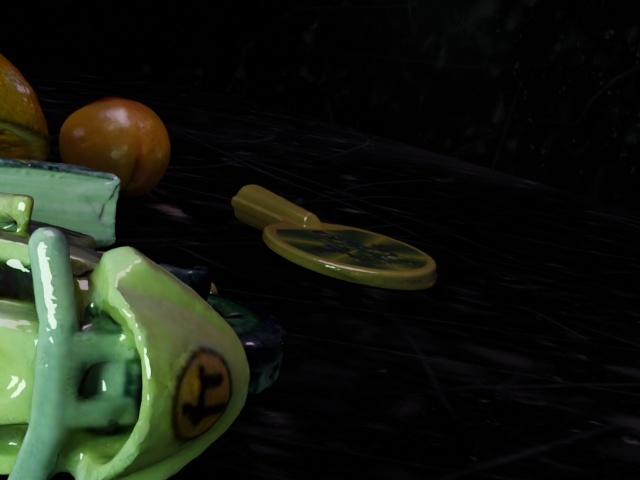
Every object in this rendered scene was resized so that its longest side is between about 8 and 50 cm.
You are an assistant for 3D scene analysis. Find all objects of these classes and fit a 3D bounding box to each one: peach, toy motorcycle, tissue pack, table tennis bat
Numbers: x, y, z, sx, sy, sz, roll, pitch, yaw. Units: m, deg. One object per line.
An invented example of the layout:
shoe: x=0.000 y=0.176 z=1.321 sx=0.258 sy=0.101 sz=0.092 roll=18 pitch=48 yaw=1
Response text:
peach: x=-0.255 y=-0.115 z=1.877 sx=0.138 sy=0.138 sz=0.138 roll=11 pitch=9 yaw=-2
toy motorcycle: x=-0.210 y=0.054 z=0.781 sx=0.410 sy=0.169 sz=0.237 roll=4 pitch=4 yaw=-13
tissue pack: x=-0.327 y=-0.039 z=1.347 sx=0.185 sy=0.081 sz=0.257 roll=5 pitch=2 yaw=-41
table tennis bat: x=0.000 y=0.000 z=1.752 sx=0.198 sy=0.050 sz=0.321 roll=1 pitch=17 yaw=-39

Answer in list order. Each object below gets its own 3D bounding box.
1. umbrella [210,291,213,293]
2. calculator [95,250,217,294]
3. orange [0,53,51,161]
umbrella: x=-0.098 y=0.065 z=1.270 sx=0.027 sy=0.025 sz=0.165 roll=34 pitch=12 yaw=1
calculator: x=-0.187 y=0.036 z=1.314 sx=0.157 sy=0.033 sz=0.236 roll=13 pitch=8 yaw=21
orange: x=-0.428 y=-0.117 z=1.493 sx=0.310 sy=0.274 sz=0.274 roll=32 pitch=2 yaw=-19
